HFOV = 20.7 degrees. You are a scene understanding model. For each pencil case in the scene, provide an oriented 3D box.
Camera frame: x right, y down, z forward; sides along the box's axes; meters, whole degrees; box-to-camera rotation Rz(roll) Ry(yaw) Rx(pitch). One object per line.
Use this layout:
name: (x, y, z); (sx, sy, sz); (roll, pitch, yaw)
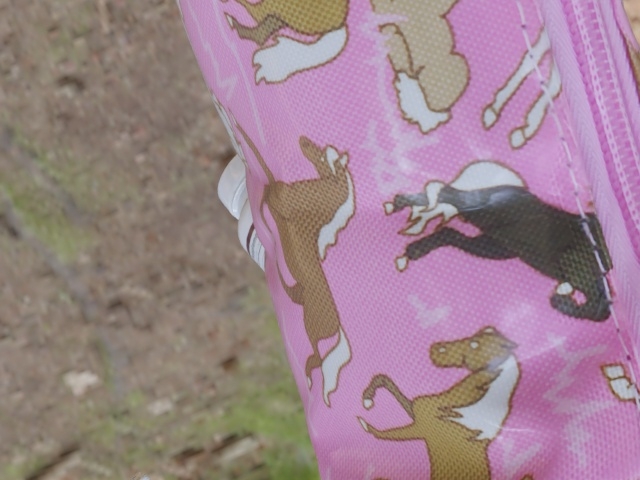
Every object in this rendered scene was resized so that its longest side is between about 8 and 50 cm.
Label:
pencil case: (0.026, -0.090, 0.554); (0.160, 0.386, 0.167); (-16, -172, 11)

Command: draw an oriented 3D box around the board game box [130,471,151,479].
board game box: (-0.112, 0.212, 0.911); (0.154, 0.103, 0.026); (-46, -173, -13)

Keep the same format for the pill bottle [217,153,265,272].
pill bottle: (0.000, 0.000, 1.183); (0.086, 0.152, 0.086); (-31, 150, -20)
